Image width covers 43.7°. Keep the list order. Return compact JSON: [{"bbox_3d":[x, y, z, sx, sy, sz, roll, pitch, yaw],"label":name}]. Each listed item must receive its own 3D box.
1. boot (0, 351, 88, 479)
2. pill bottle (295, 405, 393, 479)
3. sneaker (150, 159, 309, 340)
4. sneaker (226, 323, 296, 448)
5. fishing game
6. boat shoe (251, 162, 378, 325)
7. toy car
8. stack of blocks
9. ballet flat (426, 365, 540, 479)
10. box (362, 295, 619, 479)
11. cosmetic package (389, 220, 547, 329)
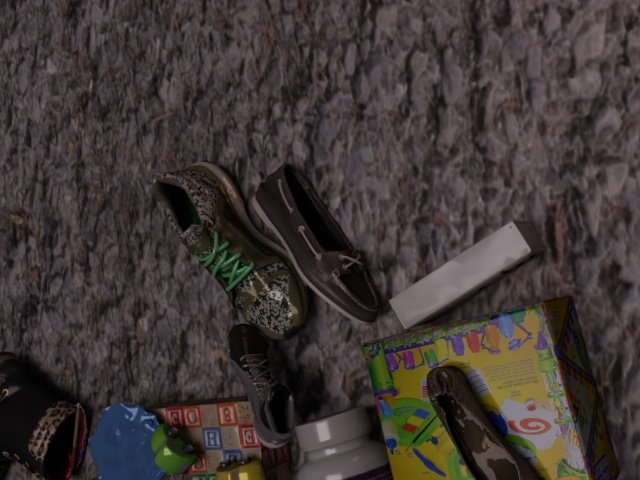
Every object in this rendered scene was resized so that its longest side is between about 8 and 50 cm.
[{"bbox_3d":[-0.674,0.469,1.772,0.284,0.138,0.377,21,95,29],"label":"boot"},{"bbox_3d":[0.058,0.436,1.318,0.169,0.169,0.301,-22,79,28],"label":"pill bottle"},{"bbox_3d":[-0.186,0.022,1.455,0.158,0.182,0.410,-47,69,22],"label":"sneaker"},{"bbox_3d":[-0.090,0.238,1.372,0.228,0.086,0.132,67,159,12],"label":"sneaker"},{"bbox_3d":[-0.366,0.399,1.541,0.264,0.041,0.189,9,97,22],"label":"fishing game"},{"bbox_3d":[0.000,0.000,1.389,0.335,0.112,0.095,50,117,25],"label":"boat shoe"},{"bbox_3d":[-0.233,0.427,1.437,0.225,0.053,0.239,42,113,13],"label":"toy car"},{"bbox_3d":[-0.210,0.392,1.522,0.297,0.087,0.171,-10,85,30],"label":"stack of blocks"},{"bbox_3d":[0.219,0.282,1.085,0.084,0.058,0.250,-38,73,25],"label":"ballet flat"},{"bbox_3d":[0.254,0.253,1.200,0.290,0.177,0.279,-17,81,29],"label":"box"},{"bbox_3d":[0.232,0.056,1.260,0.239,0.099,0.060,-36,72,26],"label":"cosmetic package"}]
